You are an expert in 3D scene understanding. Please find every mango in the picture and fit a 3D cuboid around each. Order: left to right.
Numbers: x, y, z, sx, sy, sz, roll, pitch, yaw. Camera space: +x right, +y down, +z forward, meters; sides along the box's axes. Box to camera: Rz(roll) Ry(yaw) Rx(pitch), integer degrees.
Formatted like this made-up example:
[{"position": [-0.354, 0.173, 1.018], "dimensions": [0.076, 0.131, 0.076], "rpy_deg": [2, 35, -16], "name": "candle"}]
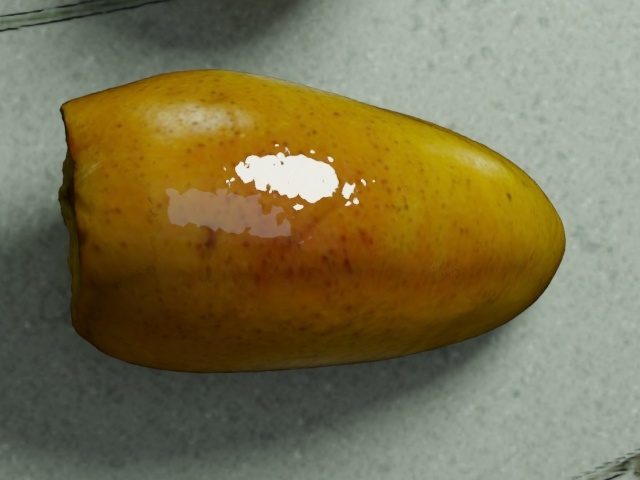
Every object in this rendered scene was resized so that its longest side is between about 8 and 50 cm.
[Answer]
[{"position": [0.000, 0.000, 1.234], "dimensions": [0.350, 0.199, 0.201], "rpy_deg": [6, 116, -22], "name": "mango"}]
